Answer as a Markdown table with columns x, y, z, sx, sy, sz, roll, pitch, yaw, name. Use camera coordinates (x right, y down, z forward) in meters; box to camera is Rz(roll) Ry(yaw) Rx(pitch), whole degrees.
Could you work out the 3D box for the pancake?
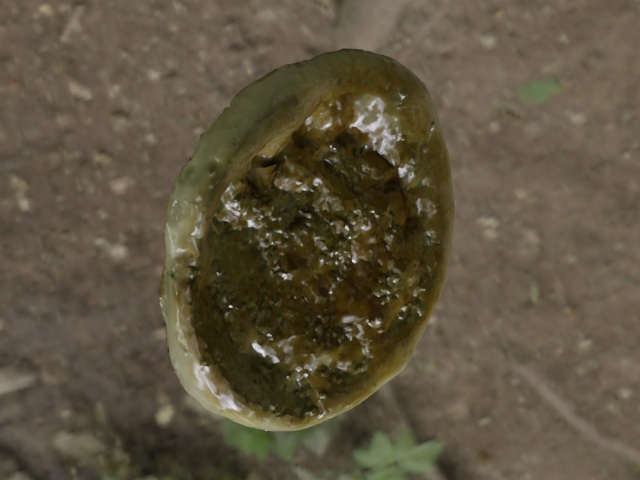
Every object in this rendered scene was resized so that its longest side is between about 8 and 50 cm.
| x | y | z | sx | sy | sz | roll | pitch | yaw | name |
| --- | --- | --- | --- | --- | --- | --- | --- | --- | --- |
| -0.001 | 0.000 | 1.068 | 0.282 | 0.049 | 0.283 | -13 | 111 | -37 | pancake |
